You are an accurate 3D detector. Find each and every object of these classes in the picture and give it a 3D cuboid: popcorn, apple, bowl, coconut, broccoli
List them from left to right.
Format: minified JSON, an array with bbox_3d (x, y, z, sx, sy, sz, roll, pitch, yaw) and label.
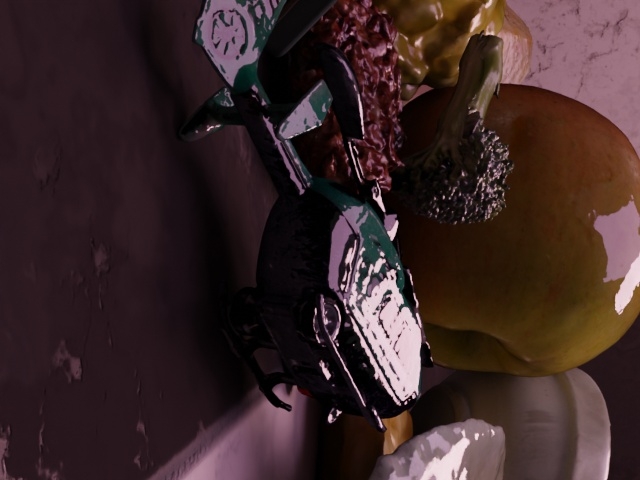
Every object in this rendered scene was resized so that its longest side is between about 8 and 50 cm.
[{"bbox_3d":[0.090,-0.277,1.084,0.250,0.235,0.242,-56,144,-10],"label":"popcorn"},{"bbox_3d":[0.190,-0.252,1.518,0.197,0.237,0.237,40,23,-5],"label":"coconut"},{"bbox_3d":[0.138,-0.109,0.968,0.122,0.118,0.204,41,58,-45],"label":"broccoli"},{"bbox_3d":[0.192,0.271,1.229,0.307,0.163,0.307,-58,-161,33],"label":"bowl"},{"bbox_3d":[0.201,0.001,1.157,0.338,0.339,0.305,59,33,-61],"label":"apple"}]

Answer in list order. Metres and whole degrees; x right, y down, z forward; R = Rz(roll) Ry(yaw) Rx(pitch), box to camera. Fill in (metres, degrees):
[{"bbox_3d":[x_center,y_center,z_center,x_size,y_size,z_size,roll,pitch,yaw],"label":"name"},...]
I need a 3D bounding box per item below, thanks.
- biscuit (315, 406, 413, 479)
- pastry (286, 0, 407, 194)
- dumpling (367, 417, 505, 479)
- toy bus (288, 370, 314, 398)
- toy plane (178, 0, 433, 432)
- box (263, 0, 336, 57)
[{"bbox_3d":[0.059,0.240,1.037,0.329,0.078,0.335,-72,154,-64],"label":"biscuit"},{"bbox_3d":[0.018,-0.126,0.917,0.097,0.115,0.208,144,-52,-60],"label":"pastry"},{"bbox_3d":[0.114,0.313,0.828,0.212,0.270,0.320,49,-42,29],"label":"dumpling"},{"bbox_3d":[0.018,0.056,0.926,0.089,0.081,0.195,80,10,-61],"label":"toy bus"},{"bbox_3d":[0.000,0.000,0.721,0.155,0.106,0.381,-51,127,-35],"label":"toy plane"},{"bbox_3d":[-0.005,-0.209,0.841,0.031,0.126,0.091,36,34,-19],"label":"box"}]
